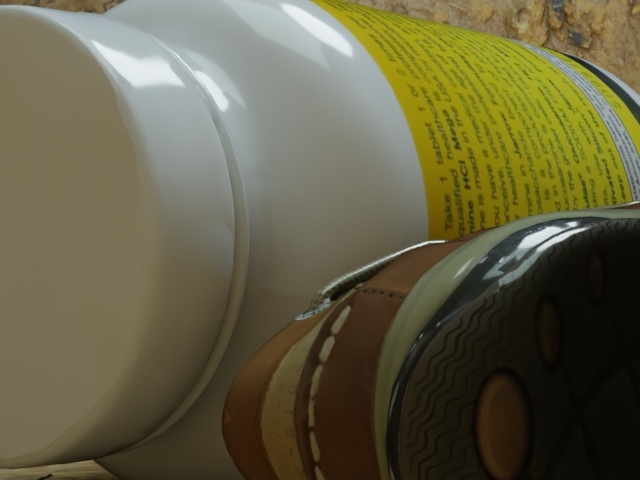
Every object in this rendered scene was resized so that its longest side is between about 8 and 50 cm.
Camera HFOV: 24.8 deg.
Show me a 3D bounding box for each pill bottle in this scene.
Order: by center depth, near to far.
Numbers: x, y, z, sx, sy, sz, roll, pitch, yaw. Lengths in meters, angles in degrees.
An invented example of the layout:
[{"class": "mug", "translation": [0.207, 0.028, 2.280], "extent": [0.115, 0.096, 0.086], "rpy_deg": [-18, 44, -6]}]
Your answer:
[{"class": "pill bottle", "translation": [0.000, 0.000, 0.570], "extent": [0.188, 0.187, 0.334], "rpy_deg": [0, -1, 37]}]

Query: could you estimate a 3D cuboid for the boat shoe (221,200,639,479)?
[{"class": "boat shoe", "translation": [0.106, 0.036, 0.464], "extent": [0.324, 0.122, 0.120], "rpy_deg": [2, -4, -45]}]
